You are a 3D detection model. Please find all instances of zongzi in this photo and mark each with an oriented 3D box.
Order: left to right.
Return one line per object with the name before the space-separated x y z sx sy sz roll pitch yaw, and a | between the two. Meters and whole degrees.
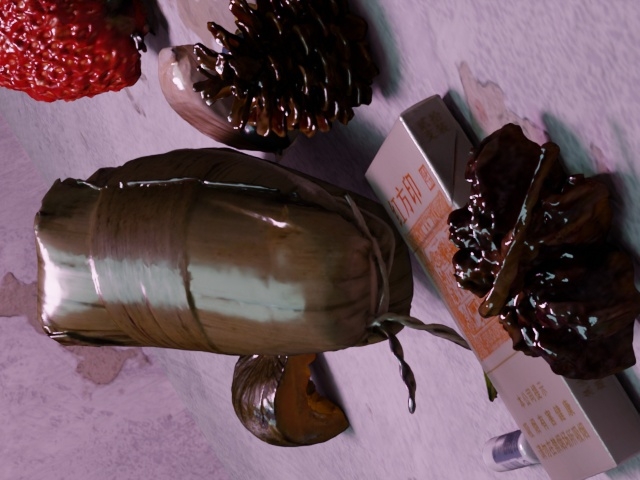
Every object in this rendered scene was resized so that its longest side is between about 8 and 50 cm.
zongzi | -0.002 -0.021 2.050 0.500 0.467 0.218 4 113 30

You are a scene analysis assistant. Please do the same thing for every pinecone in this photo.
pinecone | -0.043 -0.170 1.786 0.163 0.165 0.163 45 145 43

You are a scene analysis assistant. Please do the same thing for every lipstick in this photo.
lipstick | 0.204 0.216 1.927 0.040 0.040 0.141 60 165 4

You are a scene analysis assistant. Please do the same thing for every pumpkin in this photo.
pumpkin | -0.063 0.190 2.582 0.131 0.126 0.248 27 143 60

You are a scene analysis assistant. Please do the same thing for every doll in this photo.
doll | -0.057 -0.171 2.005 0.102 0.089 0.179 95 166 -64

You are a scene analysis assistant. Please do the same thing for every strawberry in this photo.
strawberry | -0.362 -0.301 2.445 0.261 0.257 0.261 56 158 37

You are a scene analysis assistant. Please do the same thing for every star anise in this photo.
star anise | 0.173 0.019 1.522 0.220 0.126 0.190 61 169 -14

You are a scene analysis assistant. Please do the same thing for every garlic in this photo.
garlic | -0.118 -0.169 2.082 0.198 0.090 0.128 41 173 -31

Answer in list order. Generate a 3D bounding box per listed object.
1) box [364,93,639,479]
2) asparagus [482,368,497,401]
box | 0.167 0.054 1.727 0.365 0.051 0.204 59 167 8
asparagus | 0.163 0.105 1.908 0.016 0.013 0.166 -72 -27 -48
